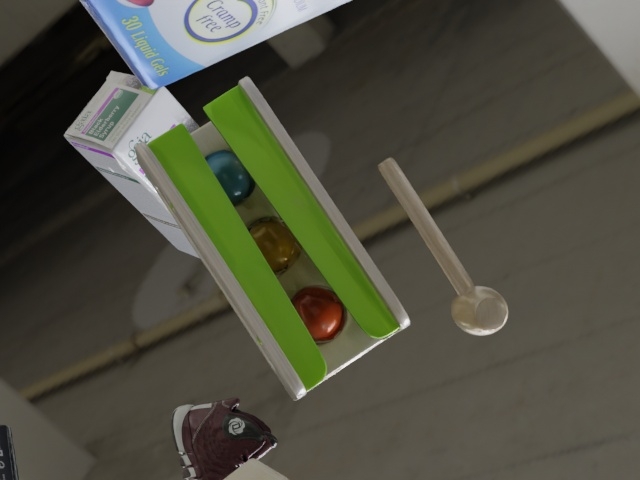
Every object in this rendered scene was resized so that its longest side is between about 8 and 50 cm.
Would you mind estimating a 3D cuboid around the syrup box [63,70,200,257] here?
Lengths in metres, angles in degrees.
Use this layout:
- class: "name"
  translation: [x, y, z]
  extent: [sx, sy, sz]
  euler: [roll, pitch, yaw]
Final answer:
- class: "syrup box"
  translation: [-0.169, -0.077, 1.405]
  extent: [0.096, 0.237, 0.093]
  euler: [20, -111, 41]

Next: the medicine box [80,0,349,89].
- class: "medicine box"
  translation: [-0.062, -0.282, 0.909]
  extent: [0.289, 0.263, 0.149]
  euler: [-24, -115, 3]

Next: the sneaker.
- class: "sneaker"
  translation: [-0.138, 0.391, 2.055]
  extent: [0.162, 0.281, 0.106]
  euler: [-18, 171, 6]

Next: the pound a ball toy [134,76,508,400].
- class: "pound a ball toy"
  translation: [0.000, 0.000, 1.164]
  extent: [0.208, 0.319, 0.136]
  euler: [-34, 176, -8]

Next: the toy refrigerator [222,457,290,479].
- class: "toy refrigerator"
  translation: [-0.070, 0.437, 1.694]
  extent: [0.102, 0.269, 0.094]
  euler: [-35, -146, -28]

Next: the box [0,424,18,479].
- class: "box"
  translation: [-0.439, 0.280, 1.312]
  extent: [0.153, 0.207, 0.108]
  euler: [-60, -143, 40]
